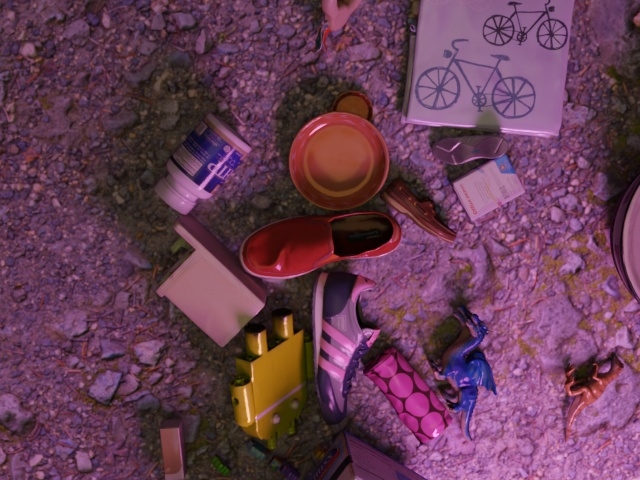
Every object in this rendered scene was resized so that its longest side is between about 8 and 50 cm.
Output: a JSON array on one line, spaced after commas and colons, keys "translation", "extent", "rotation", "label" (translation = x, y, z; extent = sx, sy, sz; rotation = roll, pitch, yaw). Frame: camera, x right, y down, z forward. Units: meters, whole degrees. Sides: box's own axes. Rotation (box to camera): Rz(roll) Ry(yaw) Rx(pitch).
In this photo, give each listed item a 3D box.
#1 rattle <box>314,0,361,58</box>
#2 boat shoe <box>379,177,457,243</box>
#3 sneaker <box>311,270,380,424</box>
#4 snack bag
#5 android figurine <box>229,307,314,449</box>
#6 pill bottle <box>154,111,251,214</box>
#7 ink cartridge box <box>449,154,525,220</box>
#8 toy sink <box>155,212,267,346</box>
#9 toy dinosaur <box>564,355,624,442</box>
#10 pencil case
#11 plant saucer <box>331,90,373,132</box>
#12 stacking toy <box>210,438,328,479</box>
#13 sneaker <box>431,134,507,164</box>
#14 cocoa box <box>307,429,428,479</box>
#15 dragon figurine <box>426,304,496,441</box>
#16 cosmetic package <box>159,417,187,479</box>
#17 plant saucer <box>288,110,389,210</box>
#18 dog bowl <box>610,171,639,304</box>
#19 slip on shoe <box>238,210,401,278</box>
[{"translation": [0.004, -0.474, 1.605], "extent": [0.143, 0.130, 0.199], "rotation": [32, 123, 5], "label": "rattle"}, {"translation": [0.206, -0.059, 1.672], "extent": [0.178, 0.064, 0.060], "rotation": [35, 98, -4], "label": "boat shoe"}, {"translation": [0.056, 0.221, 1.678], "extent": [0.131, 0.112, 0.319], "rotation": [-1, 100, 11], "label": "sneaker"}, {"translation": [0.332, -0.386, 1.642], "extent": [0.323, 0.037, 0.342], "rotation": [4, 99, -3], "label": "snack bag"}, {"translation": [-0.090, 0.279, 1.643], "extent": [0.056, 0.248, 0.273], "rotation": [9, 112, 34], "label": "android figurine"}, {"translation": [-0.234, -0.146, 1.623], "extent": [0.112, 0.112, 0.186], "rotation": [41, 96, -7], "label": "pill bottle"}, {"translation": [0.333, -0.108, 1.675], "extent": [0.122, 0.052, 0.088], "rotation": [-29, 98, 1], "label": "ink cartridge box"}, {"translation": [-0.232, 0.076, 1.637], "extent": [0.234, 0.153, 0.131], "rotation": [44, 95, -8], "label": "toy sink"}, {"translation": [0.552, 0.323, 1.739], "extent": [0.112, 0.064, 0.211], "rotation": [39, 96, -8], "label": "toy dinosaur"}, {"translation": [0.175, 0.321, 1.718], "extent": [0.095, 0.098, 0.209], "rotation": [-40, 97, -31], "label": "pencil case"}, {"translation": [0.064, -0.257, 1.664], "extent": [0.083, 0.013, 0.083], "rotation": [0, 99, -1], "label": "plant saucer"}, {"translation": [-0.100, 0.462, 1.752], "extent": [0.221, 0.052, 0.167], "rotation": [37, 94, -4], "label": "stacking toy"}, {"translation": [0.300, -0.184, 1.665], "extent": [0.152, 0.061, 0.053], "rotation": [-1, 107, 18], "label": "sneaker"}, {"translation": [0.053, 0.602, 1.641], "extent": [0.231, 0.228, 0.347], "rotation": [32, 96, -9], "label": "cocoa box"}, {"translation": [0.313, 0.282, 1.715], "extent": [0.144, 0.085, 0.289], "rotation": [-22, 97, 2], "label": "dragon figurine"}, {"translation": [-0.306, 0.435, 1.735], "extent": [0.041, 0.060, 0.115], "rotation": [-5, 97, -1], "label": "cosmetic package"}, {"translation": [0.036, -0.159, 1.659], "extent": [0.200, 0.037, 0.200], "rotation": [0, 104, -1], "label": "plant saucer"}, {"translation": [0.758, -0.007, 1.630], "extent": [0.408, 0.150, 0.408], "rotation": [0, 96, -3], "label": "dog bowl"}, {"translation": [0.000, 0.000, 1.644], "extent": [0.331, 0.101, 0.123], "rotation": [-9, 80, -2], "label": "slip on shoe"}]
